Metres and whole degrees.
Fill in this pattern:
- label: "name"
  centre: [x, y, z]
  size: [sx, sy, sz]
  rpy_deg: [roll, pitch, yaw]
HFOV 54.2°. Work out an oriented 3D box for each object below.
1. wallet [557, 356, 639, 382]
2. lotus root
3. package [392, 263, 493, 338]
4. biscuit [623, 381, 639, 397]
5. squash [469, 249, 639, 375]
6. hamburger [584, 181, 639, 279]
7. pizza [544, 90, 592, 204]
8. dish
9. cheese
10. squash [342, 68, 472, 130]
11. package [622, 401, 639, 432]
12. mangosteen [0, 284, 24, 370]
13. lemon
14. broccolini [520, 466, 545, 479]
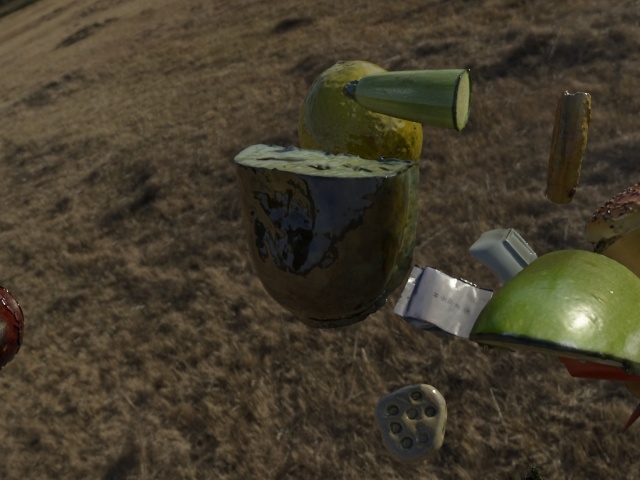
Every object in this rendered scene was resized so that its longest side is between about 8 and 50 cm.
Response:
- label: "wallet"
  centre: [0.603, 0.243, 1.327]
  size: [0.045, 0.142, 0.204]
  rpy_deg: [-42, 19, -32]
- label: "lotus root"
  centre: [-0.010, 0.010, 0.904]
  size: [0.266, 0.261, 0.149]
  rpy_deg: [11, 24, 27]
- label: "package"
  centre: [0.363, 0.184, 1.846]
  size: [0.250, 0.062, 0.204]
  rpy_deg: [19, 52, 17]
- label: "biscuit"
  centre: [0.813, 0.304, 1.488]
  size: [0.225, 0.166, 0.036]
  rpy_deg: [-17, 20, -7]
- label: "squash"
  centre: [0.339, 0.144, 0.880]
  size: [0.233, 0.210, 0.309]
  rpy_deg: [7, 21, 31]
- label: "hamburger"
  centre: [0.633, -0.033, 1.147]
  size: [0.300, 0.176, 0.300]
  rpy_deg: [-25, -12, -6]
- label: "pizza"
  centre: [0.416, -0.154, 1.049]
  size: [0.062, 0.182, 0.161]
  rpy_deg: [5, 10, 13]
- label: "dish"
  centre: [0.412, 0.038, 1.363]
  size: [0.077, 0.151, 0.212]
  rpy_deg: [-44, -8, 23]
- label: "cheese"
  centre: [0.265, 0.531, 1.833]
  size: [0.217, 0.117, 0.235]
  rpy_deg: [30, 77, 23]
- label: "squash"
  centre: [0.127, -0.230, 0.989]
  size: [0.224, 0.094, 0.094]
  rpy_deg: [13, 46, 31]
- label: "package"
  centre: [0.910, 0.471, 1.769]
  size: [0.022, 0.201, 0.083]
  rpy_deg: [35, 54, 29]
- label: "mangosteen"
  centre: [-0.486, 0.110, 0.814]
  size: [0.166, 0.180, 0.166]
  rpy_deg: [-9, 43, 8]
- label: "lemon"
  centre: [0.079, -0.236, 1.336]
  size: [0.268, 0.268, 0.322]
  rpy_deg: [-26, 69, -2]
- label: "broccolini"
  centre: [0.544, 0.615, 1.588]
  size: [0.073, 0.201, 0.058]
  rpy_deg: [-28, 60, 3]
